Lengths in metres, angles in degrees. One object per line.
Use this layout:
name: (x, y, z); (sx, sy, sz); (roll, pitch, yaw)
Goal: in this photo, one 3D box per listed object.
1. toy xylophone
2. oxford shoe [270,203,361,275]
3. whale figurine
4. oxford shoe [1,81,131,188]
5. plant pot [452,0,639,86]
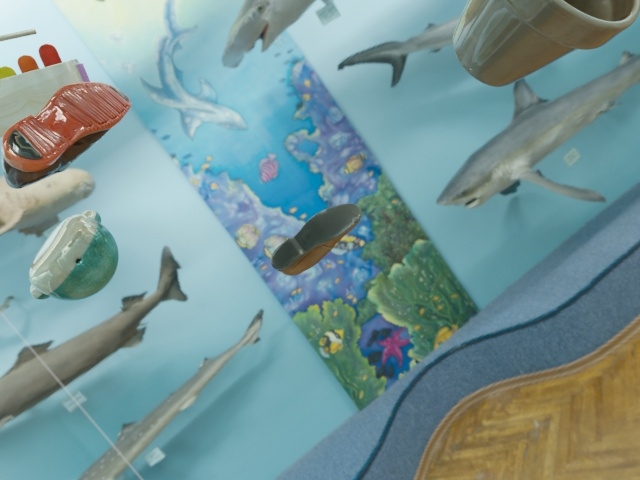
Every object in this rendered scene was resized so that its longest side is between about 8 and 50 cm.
toy xylophone: (-0.685, -0.341, 1.146); (0.322, 0.236, 0.081); (-15, 25, -19)
oxford shoe: (0.000, 0.000, 1.048); (0.212, 0.076, 0.076); (-34, 52, 11)
whale figurine: (-0.524, 0.040, 1.091); (0.272, 0.141, 0.216); (4, 62, 55)
oxford shoe: (-0.428, -0.184, 0.859); (0.098, 0.097, 0.271); (-43, 10, 42)
plant pot: (0.355, -0.393, 0.875); (0.263, 0.263, 0.229); (-40, -3, -29)
